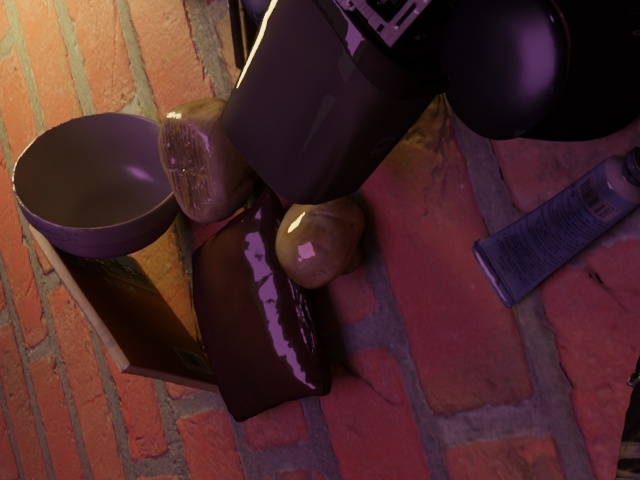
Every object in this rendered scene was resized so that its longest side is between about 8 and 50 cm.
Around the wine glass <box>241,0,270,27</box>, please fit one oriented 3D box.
[{"bbox_3d":[0.002,-0.311,1.217,0.264,0.096,0.309,-4,95,28],"label":"wine glass"}]

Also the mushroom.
[{"bbox_3d":[0.000,0.000,1.224,0.148,0.112,0.148,-35,37,33],"label":"mushroom"}]

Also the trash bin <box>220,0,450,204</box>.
[{"bbox_3d":[0.020,-0.191,1.044,0.219,0.220,0.250,50,129,19],"label":"trash bin"}]

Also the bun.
[{"bbox_3d":[-0.158,-0.122,1.387,0.178,0.128,0.193,15,121,49],"label":"bun"}]

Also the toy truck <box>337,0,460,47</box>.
[{"bbox_3d":[0.117,-0.294,0.922,0.125,0.242,0.101,47,136,0],"label":"toy truck"}]

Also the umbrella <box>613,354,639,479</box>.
[{"bbox_3d":[0.349,0.113,0.850,0.113,0.106,0.357,12,101,39],"label":"umbrella"}]

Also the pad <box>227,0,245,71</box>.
[{"bbox_3d":[-0.127,-0.358,1.304,0.156,0.004,0.232,-89,-7,-81],"label":"pad"}]

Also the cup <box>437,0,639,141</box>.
[{"bbox_3d":[0.201,-0.179,0.884,0.223,0.176,0.169,20,116,47],"label":"cup"}]

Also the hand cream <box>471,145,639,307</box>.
[{"bbox_3d":[0.251,-0.016,0.957,0.088,0.055,0.256,59,140,12],"label":"hand cream"}]

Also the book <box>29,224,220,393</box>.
[{"bbox_3d":[-0.330,0.116,1.566,0.028,0.262,0.374,-50,55,9],"label":"book"}]

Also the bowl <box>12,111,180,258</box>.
[{"bbox_3d":[-0.367,-0.076,1.552,0.287,0.287,0.144,48,152,33],"label":"bowl"}]

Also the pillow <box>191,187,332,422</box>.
[{"bbox_3d":[-0.107,0.112,1.390,0.305,0.108,0.308,-31,72,55],"label":"pillow"}]
